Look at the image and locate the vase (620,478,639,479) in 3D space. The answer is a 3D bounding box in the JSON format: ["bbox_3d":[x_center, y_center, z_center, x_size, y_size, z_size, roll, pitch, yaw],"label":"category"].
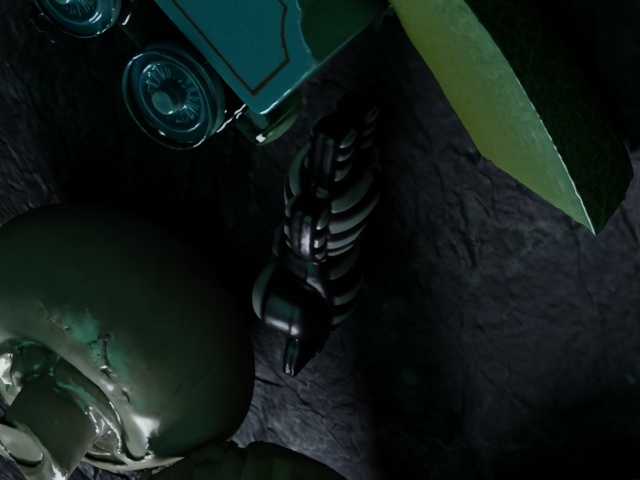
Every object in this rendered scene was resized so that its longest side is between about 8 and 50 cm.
[{"bbox_3d":[0.216,0.210,0.713,0.165,0.165,0.360,51,135,-7],"label":"vase"}]

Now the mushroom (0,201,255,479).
[{"bbox_3d":[-0.176,0.096,0.897,0.246,0.202,0.246,23,146,17],"label":"mushroom"}]

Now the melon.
[{"bbox_3d":[0.070,-0.116,0.609,0.261,0.053,0.114,48,167,-18],"label":"melon"}]

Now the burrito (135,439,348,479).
[{"bbox_3d":[0.006,0.266,0.902,0.175,0.107,0.348,-14,133,43],"label":"burrito"}]

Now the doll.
[{"bbox_3d":[0.000,0.000,0.748,0.067,0.091,0.219,22,136,15],"label":"doll"}]

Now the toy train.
[{"bbox_3d":[-0.068,-0.157,0.658,0.203,0.112,0.163,47,135,-6],"label":"toy train"}]
